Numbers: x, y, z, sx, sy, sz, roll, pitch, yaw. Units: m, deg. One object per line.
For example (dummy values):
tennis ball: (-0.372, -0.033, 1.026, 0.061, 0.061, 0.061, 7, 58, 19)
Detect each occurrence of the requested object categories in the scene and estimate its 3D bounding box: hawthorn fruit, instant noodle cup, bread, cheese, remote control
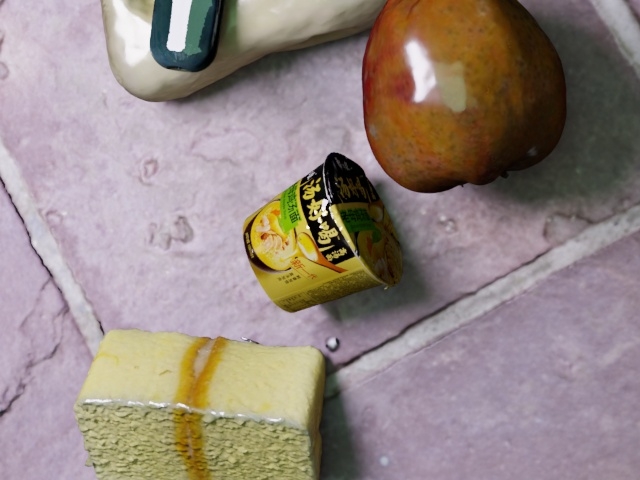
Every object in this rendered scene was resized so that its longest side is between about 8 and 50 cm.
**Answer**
hawthorn fruit: (0.129, -0.174, 1.420, 0.208, 0.208, 0.248, -17, 92, 12)
instant noodle cup: (0.000, 0.000, 1.492, 0.122, 0.151, 0.151, -26, 85, 23)
bread: (-0.127, 0.183, 1.537, 0.266, 0.142, 0.178, 2, 76, 11)
cheese: (-0.090, -0.348, 1.504, 0.351, 0.129, 0.328, -19, 87, 13)
remote control: (-0.127, -0.279, 1.429, 0.072, 0.042, 0.222, 9, 96, 15)
